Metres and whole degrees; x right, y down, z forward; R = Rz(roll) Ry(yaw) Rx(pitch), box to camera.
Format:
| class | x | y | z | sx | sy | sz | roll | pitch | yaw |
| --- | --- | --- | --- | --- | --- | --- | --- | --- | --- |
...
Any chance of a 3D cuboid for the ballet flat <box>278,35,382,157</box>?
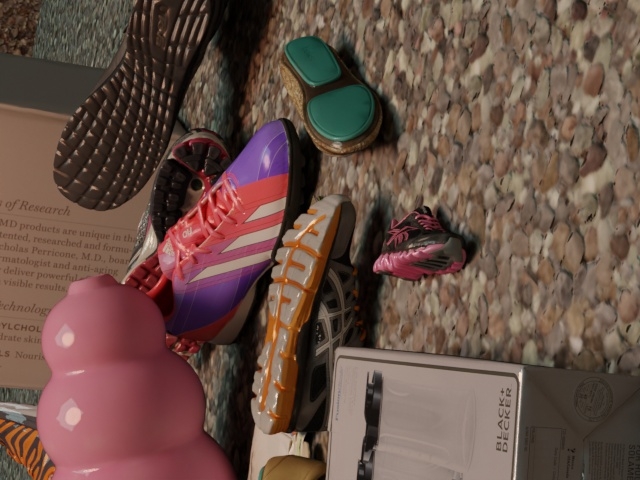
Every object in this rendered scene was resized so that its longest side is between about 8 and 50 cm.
| class | x | y | z | sx | sy | sz | roll | pitch | yaw |
| --- | --- | --- | --- | --- | --- | --- | --- | --- | --- |
| ballet flat | 0.014 | -0.117 | 1.240 | 0.206 | 0.073 | 0.067 | -110 | 5 | -54 |

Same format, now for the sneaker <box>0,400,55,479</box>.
| class | x | y | z | sx | sy | sz | roll | pitch | yaw |
| --- | --- | --- | --- | --- | --- | --- | --- | --- | --- |
| sneaker | -0.430 | 0.340 | 2.056 | 0.321 | 0.125 | 0.180 | -6 | 72 | 48 |

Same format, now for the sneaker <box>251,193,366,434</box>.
| class | x | y | z | sx | sy | sz | roll | pitch | yaw |
| --- | --- | --- | --- | --- | --- | --- | --- | --- | --- |
| sneaker | 0.001 | 0.066 | 1.182 | 0.084 | 0.083 | 0.215 | -154 | 76 | -68 |

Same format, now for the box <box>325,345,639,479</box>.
| class | x | y | z | sx | sy | sz | roll | pitch | yaw |
| --- | --- | --- | --- | --- | --- | --- | --- | --- | --- |
| box | 0.094 | 0.158 | 0.894 | 0.290 | 0.087 | 0.169 | 171 | 104 | -68 |

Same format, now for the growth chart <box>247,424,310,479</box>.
| class | x | y | z | sx | sy | sz | roll | pitch | yaw |
| --- | --- | --- | --- | --- | --- | --- | --- | --- | --- |
| growth chart | -0.046 | 0.258 | 1.330 | 0.172 | 0.021 | 0.237 | -148 | 66 | -67 |

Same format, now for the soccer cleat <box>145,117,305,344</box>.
| class | x | y | z | sx | sy | sz | roll | pitch | yaw |
| --- | --- | --- | --- | --- | --- | --- | --- | --- | --- |
| soccer cleat | -0.105 | -0.003 | 1.423 | 0.318 | 0.116 | 0.108 | 117 | 151 | -44 |

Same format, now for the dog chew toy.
| class | x | y | z | sx | sy | sz | roll | pitch | yaw |
| --- | --- | --- | --- | --- | --- | --- | --- | --- | --- |
| dog chew toy | -0.204 | 0.200 | 1.429 | 0.206 | 0.207 | 0.331 | 175 | 81 | -69 |

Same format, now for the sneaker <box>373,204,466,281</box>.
| class | x | y | z | sx | sy | sz | roll | pitch | yaw |
| --- | --- | --- | --- | --- | --- | --- | --- | --- | --- |
| sneaker | 0.078 | -0.002 | 1.053 | 0.119 | 0.047 | 0.057 | -15 | 59 | 67 |

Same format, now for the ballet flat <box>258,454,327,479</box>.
| class | x | y | z | sx | sy | sz | roll | pitch | yaw |
| --- | --- | --- | --- | --- | --- | --- | --- | --- | --- |
| ballet flat | -0.022 | 0.301 | 1.179 | 0.073 | 0.080 | 0.232 | -6 | 74 | 26 |

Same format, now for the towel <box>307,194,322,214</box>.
| class | x | y | z | sx | sy | sz | roll | pitch | yaw |
| --- | --- | --- | --- | --- | --- | --- | --- | --- | --- |
| towel | 0.000 | 0.000 | 1.297 | 0.083 | 0.009 | 0.060 | -117 | 38 | -57 |

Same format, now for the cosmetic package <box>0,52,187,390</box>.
| class | x | y | z | sx | sy | sz | roll | pitch | yaw |
| --- | --- | --- | --- | --- | --- | --- | --- | --- | --- |
| cosmetic package | -0.404 | -0.033 | 1.929 | 0.329 | 0.327 | 0.393 | -130 | 51 | -63 |

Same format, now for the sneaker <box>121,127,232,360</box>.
| class | x | y | z | sx | sy | sz | roll | pitch | yaw |
| --- | --- | --- | --- | --- | --- | --- | --- | --- | --- |
| sneaker | -0.161 | 0.015 | 1.595 | 0.112 | 0.121 | 0.299 | -99 | 29 | -70 |

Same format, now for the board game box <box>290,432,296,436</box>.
| class | x | y | z | sx | sy | sz | roll | pitch | yaw |
| --- | --- | --- | --- | --- | --- | --- | --- | --- | --- |
| board game box | -0.034 | 0.100 | 1.296 | 0.168 | 0.033 | 0.133 | -129 | 56 | -64 |

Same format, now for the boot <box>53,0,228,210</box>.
| class | x | y | z | sx | sy | sz | roll | pitch | yaw |
| --- | --- | --- | --- | --- | --- | --- | --- | --- | --- |
| boot | -0.189 | -0.202 | 1.632 | 0.338 | 0.118 | 0.222 | -55 | 6 | 25 |
